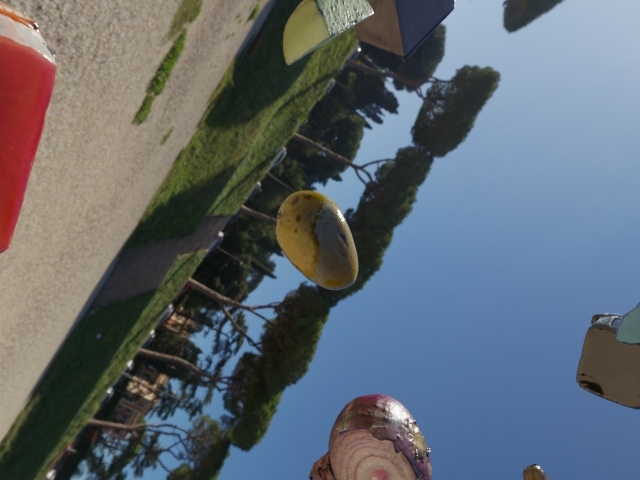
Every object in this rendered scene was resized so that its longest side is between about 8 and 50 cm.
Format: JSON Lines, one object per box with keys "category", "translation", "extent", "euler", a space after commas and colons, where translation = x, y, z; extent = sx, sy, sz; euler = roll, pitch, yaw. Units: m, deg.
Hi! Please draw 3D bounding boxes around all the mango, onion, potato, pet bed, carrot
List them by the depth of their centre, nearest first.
{"category": "potato", "translation": [-0.001, -0.381, 0.721], "extent": [0.120, 0.081, 0.149], "euler": [-7, -149, 45]}
{"category": "onion", "translation": [0.079, 0.371, 0.728], "extent": [0.218, 0.195, 0.140], "euler": [-30, -173, 26]}
{"category": "mango", "translation": [0.000, 0.000, 0.754], "extent": [0.137, 0.195, 0.098], "euler": [-39, 180, -32]}
{"category": "carrot", "translation": [0.556, 0.641, 1.016], "extent": [0.060, 0.060, 0.186], "euler": [-43, -116, 40]}
{"category": "pet bed", "translation": [0.810, 0.310, 1.121], "extent": [0.183, 0.159, 0.210], "euler": [16, -67, 44]}

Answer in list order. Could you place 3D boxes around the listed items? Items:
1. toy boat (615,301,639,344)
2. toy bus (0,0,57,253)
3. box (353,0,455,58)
{"category": "toy boat", "translation": [0.698, 0.167, 0.888], "extent": [0.075, 0.077, 0.185], "euler": [56, -32, 31]}
{"category": "toy bus", "translation": [-0.231, -0.070, 0.271], "extent": [0.174, 0.077, 0.079], "euler": [-63, 160, 15]}
{"category": "box", "translation": [0.154, -0.550, 0.857], "extent": [0.188, 0.252, 0.153], "euler": [-47, -122, -6]}
